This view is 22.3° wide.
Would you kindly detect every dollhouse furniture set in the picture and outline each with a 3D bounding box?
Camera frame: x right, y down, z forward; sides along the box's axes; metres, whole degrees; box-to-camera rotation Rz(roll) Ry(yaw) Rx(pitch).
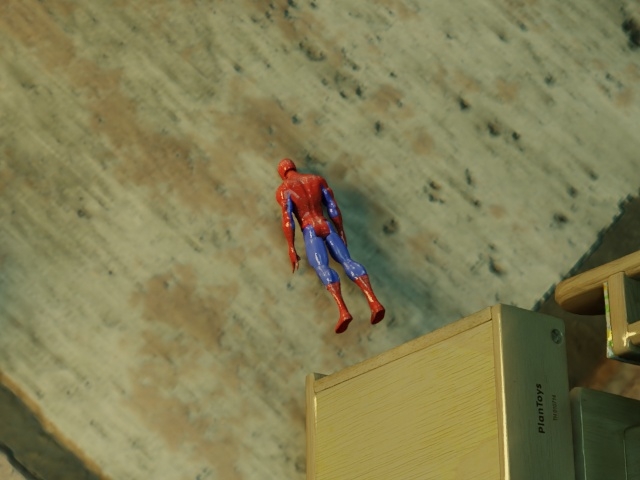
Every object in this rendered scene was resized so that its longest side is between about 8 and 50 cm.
[{"bbox_3d":[0.135,0.124,0.873,0.242,0.161,0.212,15,63,-33],"label":"dollhouse furniture set"}]

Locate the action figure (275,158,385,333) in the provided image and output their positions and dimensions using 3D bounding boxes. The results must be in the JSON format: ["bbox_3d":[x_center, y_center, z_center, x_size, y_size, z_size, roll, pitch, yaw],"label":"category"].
[{"bbox_3d":[0.000,0.000,0.949,0.038,0.030,0.115,-15,66,-20],"label":"action figure"}]
